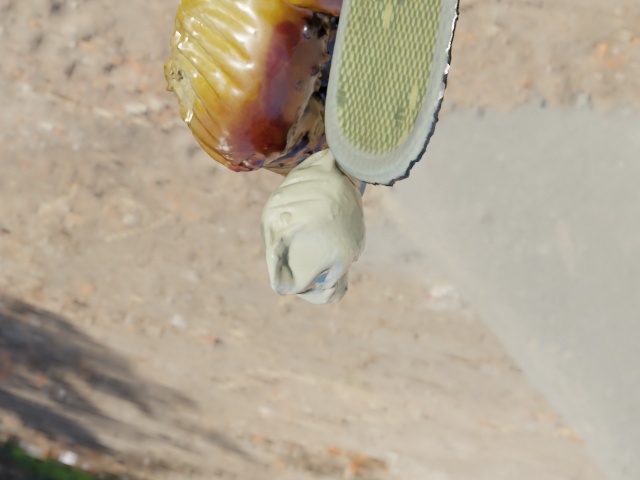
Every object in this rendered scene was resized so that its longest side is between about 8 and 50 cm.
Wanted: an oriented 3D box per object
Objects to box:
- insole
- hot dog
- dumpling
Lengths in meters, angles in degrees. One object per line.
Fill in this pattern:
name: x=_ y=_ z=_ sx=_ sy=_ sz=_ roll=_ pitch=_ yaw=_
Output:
insole: x=0.038 y=-0.177 z=0.478 sx=0.007 sy=0.322 sz=0.109 roll=6 pitch=-174 yaw=-25
hot dog: x=0.004 y=-0.230 z=1.518 sx=0.196 sy=0.367 sz=0.365 roll=36 pitch=-171 yaw=17
dumpling: x=-0.002 y=0.001 z=1.469 sx=0.100 sy=0.169 sz=0.134 roll=-8 pitch=128 yaw=12
